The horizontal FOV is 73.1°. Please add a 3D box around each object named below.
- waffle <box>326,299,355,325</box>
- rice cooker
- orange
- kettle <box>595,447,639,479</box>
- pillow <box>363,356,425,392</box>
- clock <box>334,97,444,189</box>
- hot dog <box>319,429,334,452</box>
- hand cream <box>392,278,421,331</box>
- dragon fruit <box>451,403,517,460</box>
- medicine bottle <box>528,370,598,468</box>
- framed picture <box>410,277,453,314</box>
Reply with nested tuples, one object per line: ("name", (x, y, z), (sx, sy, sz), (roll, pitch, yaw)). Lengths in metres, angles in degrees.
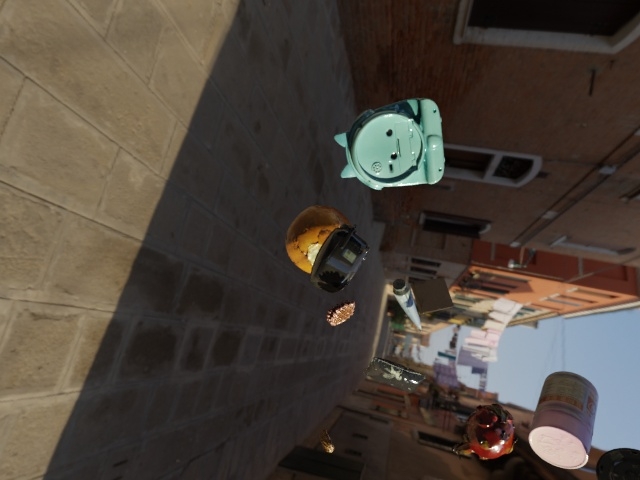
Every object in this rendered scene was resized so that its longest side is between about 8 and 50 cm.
("waffle", (0.053, 0.183, 1.097), (0.083, 0.029, 0.075), (-22, 144, -28))
("rice cooker", (0.050, 0.049, 1.179), (0.203, 0.118, 0.142), (-56, 180, -22))
("orange", (0.000, 0.000, 1.455), (0.240, 0.240, 0.240), (11, 90, -78))
("kettle", (1.097, 0.893, 1.437), (0.203, 0.262, 0.308), (-37, 112, -25))
("pillow", (0.276, 0.505, 1.622), (0.141, 0.208, 0.055), (109, 2, -46))
("clock", (0.179, -0.240, 1.132), (0.094, 0.274, 0.224), (-97, 175, -72))
("hot dog", (0.020, 0.723, 1.555), (0.083, 0.035, 0.058), (-131, -156, -57))
("hand cream", (0.302, 0.220, 1.493), (0.271, 0.058, 0.091), (59, 0, -45))
("dragon fruit", (0.445, 0.547, 1.200), (0.246, 0.125, 0.125), (-59, -143, 37))
("medicine bottle", (0.943, 0.681, 1.668), (0.316, 0.202, 0.202), (-37, 140, -46))
("framed picture", (0.456, 0.224, 1.759), (0.023, 0.168, 0.128), (-42, -121, 56))
